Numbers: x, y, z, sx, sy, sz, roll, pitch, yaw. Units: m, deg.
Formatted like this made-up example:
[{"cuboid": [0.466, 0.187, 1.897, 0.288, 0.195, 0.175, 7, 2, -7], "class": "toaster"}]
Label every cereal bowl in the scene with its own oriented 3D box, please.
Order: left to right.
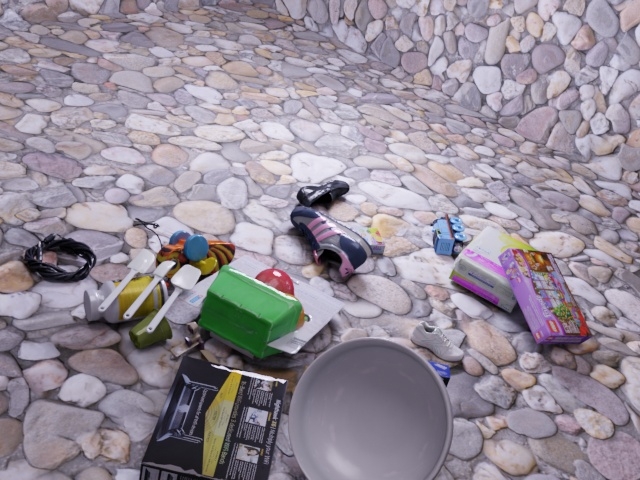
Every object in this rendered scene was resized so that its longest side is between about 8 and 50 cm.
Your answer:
[{"cuboid": [0.113, 0.373, 1.461, 0.339, 0.339, 0.141, 32, 0, 24], "class": "cereal bowl"}]

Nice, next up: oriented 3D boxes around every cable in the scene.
[{"cuboid": [-0.670, 0.046, 1.828, 0.184, 0.047, 0.150, 31, 36, 22], "class": "cable"}]

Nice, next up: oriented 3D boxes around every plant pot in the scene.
[{"cuboid": [-0.405, 0.215, 1.666, 0.079, 0.083, 0.083, -29, 52, -34], "class": "plant pot"}]

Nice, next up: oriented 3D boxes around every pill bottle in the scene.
[{"cuboid": [-0.470, 0.144, 1.712, 0.184, 0.103, 0.103, -7, 39, -31], "class": "pill bottle"}]

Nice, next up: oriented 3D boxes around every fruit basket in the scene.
[{"cuboid": [-0.140, 0.163, 1.817, 0.327, 0.165, 0.353, 25, 18, 14], "class": "fruit basket"}]

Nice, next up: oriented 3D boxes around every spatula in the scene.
[{"cuboid": [-0.402, 0.115, 1.677, 0.168, 0.019, 0.242, 24, 38, 2], "class": "spatula"}]

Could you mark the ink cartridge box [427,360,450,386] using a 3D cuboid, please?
[{"cuboid": [0.211, 0.358, 1.575, 0.097, 0.207, 0.046, 13, 29, -3], "class": "ink cartridge box"}]

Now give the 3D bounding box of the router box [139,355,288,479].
[{"cuboid": [-0.211, 0.393, 1.465, 0.242, 0.081, 0.309, 14, 33, -2], "class": "router box"}]

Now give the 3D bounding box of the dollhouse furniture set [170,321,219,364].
[{"cuboid": [-0.294, 0.265, 1.637, 0.081, 0.091, 0.114, -28, 54, -28], "class": "dollhouse furniture set"}]

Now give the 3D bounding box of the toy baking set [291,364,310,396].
[{"cuboid": [0.047, 0.381, 1.646, 0.256, 0.030, 0.197, 28, 38, 19], "class": "toy baking set"}]

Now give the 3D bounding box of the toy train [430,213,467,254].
[{"cuboid": [0.424, -0.022, 2.364, 0.105, 0.080, 0.184, 6, 33, -3], "class": "toy train"}]

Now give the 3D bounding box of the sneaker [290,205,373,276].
[{"cuboid": [0.000, 0.000, 2.135, 0.319, 0.112, 0.131, 27, 64, 37], "class": "sneaker"}]

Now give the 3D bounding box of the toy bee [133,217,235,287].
[{"cuboid": [-0.375, 0.052, 1.883, 0.298, 0.162, 0.195, 16, -1, -23], "class": "toy bee"}]

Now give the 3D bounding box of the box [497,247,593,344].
[{"cuboid": [0.658, 0.163, 2.078, 0.200, 0.057, 0.293, 6, 53, -35], "class": "box"}]

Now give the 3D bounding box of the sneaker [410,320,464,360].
[{"cuboid": [0.316, 0.270, 1.891, 0.152, 0.061, 0.053, 27, 32, 14], "class": "sneaker"}]

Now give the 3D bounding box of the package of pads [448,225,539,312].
[{"cuboid": [0.559, 0.082, 2.240, 0.229, 0.101, 0.296, 31, 35, 20], "class": "package of pads"}]

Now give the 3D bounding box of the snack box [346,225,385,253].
[{"cuboid": [0.125, -0.002, 2.243, 0.141, 0.037, 0.100, 4, 34, -17], "class": "snack box"}]

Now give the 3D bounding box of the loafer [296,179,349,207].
[{"cuboid": [0.018, -0.152, 2.399, 0.223, 0.076, 0.078, -15, 57, -40], "class": "loafer"}]
